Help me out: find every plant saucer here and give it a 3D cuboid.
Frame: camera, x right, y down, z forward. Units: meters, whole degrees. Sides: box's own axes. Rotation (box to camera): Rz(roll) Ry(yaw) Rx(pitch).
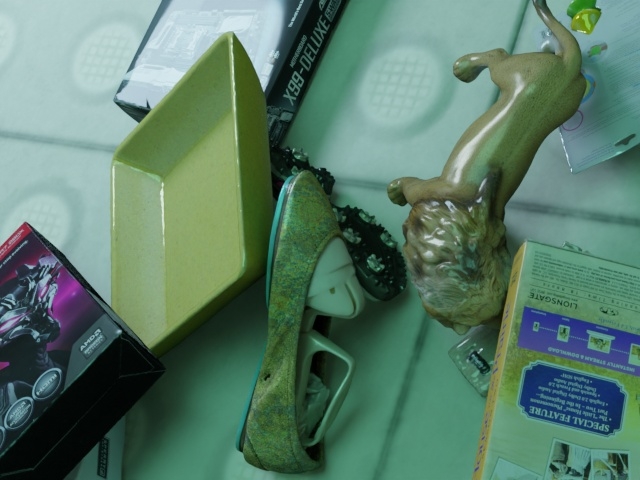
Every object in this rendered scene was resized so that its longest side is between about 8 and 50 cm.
[{"bbox_3d":[-0.152,-0.033,1.752,0.333,0.081,0.333,-38,48,46],"label":"plant saucer"}]

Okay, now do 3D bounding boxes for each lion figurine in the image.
[{"bbox_3d":[0.196,-0.098,1.566,0.240,0.142,0.392,-135,66,-72],"label":"lion figurine"}]

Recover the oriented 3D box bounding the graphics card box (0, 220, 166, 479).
[{"bbox_3d":[-0.362,0.142,1.762,0.233,0.094,0.371,-45,37,-5],"label":"graphics card box"}]

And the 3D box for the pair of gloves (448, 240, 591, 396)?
[{"bbox_3d":[0.279,0.129,1.542,0.204,0.042,0.240,-48,54,1],"label":"pair of gloves"}]

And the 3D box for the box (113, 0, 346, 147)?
[{"bbox_3d":[-0.109,-0.282,1.919,0.242,0.076,0.307,16,75,33],"label":"box"}]

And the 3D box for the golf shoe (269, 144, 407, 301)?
[{"bbox_3d":[0.000,0.000,1.731,0.273,0.105,0.120,47,115,35],"label":"golf shoe"}]

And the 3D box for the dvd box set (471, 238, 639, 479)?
[{"bbox_3d":[0.302,0.233,1.380,0.307,0.062,0.420,13,70,-1],"label":"dvd box set"}]

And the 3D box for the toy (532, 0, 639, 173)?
[{"bbox_3d":[0.336,-0.185,1.655,0.137,0.056,0.237,-27,51,23],"label":"toy"}]

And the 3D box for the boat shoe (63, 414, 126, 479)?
[{"bbox_3d":[-0.309,0.296,1.722,0.102,0.108,0.301,-17,53,26],"label":"boat shoe"}]

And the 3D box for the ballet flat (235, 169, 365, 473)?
[{"bbox_3d":[-0.009,0.099,1.610,0.123,0.123,0.348,17,101,32],"label":"ballet flat"}]
